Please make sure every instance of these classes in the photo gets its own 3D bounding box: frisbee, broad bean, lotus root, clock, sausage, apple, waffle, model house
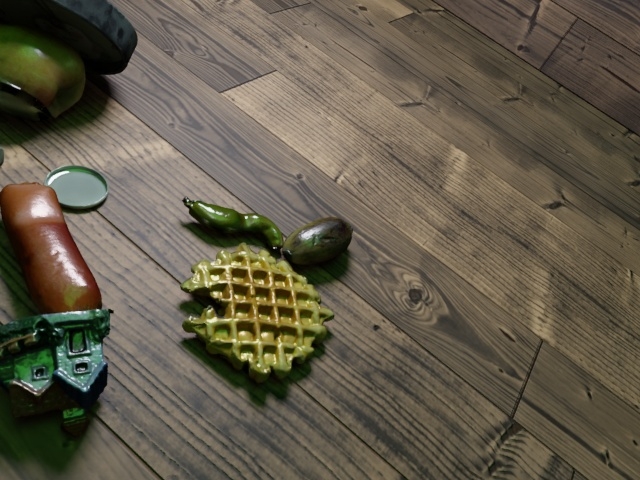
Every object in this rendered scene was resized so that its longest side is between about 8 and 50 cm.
[{"bbox_3d":[-0.451,-0.098,0.975,0.110,0.014,0.110,14,46,-15],"label":"frisbee"},{"bbox_3d":[-0.171,-0.035,1.034,0.214,0.048,0.070,20,43,-13],"label":"broad bean"},{"bbox_3d":[0.000,0.000,1.064,0.179,0.080,0.089,-23,61,-40],"label":"lotus root"},{"bbox_3d":[-0.536,-0.443,1.056,0.319,0.319,0.066,18,79,-11],"label":"clock"},{"bbox_3d":[-0.431,0.018,0.829,0.089,0.083,0.300,-19,58,-31],"label":"sausage"},{"bbox_3d":[-0.579,-0.335,1.029,0.188,0.174,0.207,32,27,0],"label":"apple"},{"bbox_3d":[-0.111,0.113,0.924,0.261,0.056,0.250,36,44,10],"label":"waffle"},{"bbox_3d":[-0.349,0.184,0.701,0.148,0.119,0.148,-4,60,-30],"label":"model house"}]

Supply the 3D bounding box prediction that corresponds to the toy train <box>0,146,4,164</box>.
[{"bbox_3d":[-0.687,-0.200,0.925,0.252,0.048,0.055,28,41,-1],"label":"toy train"}]
